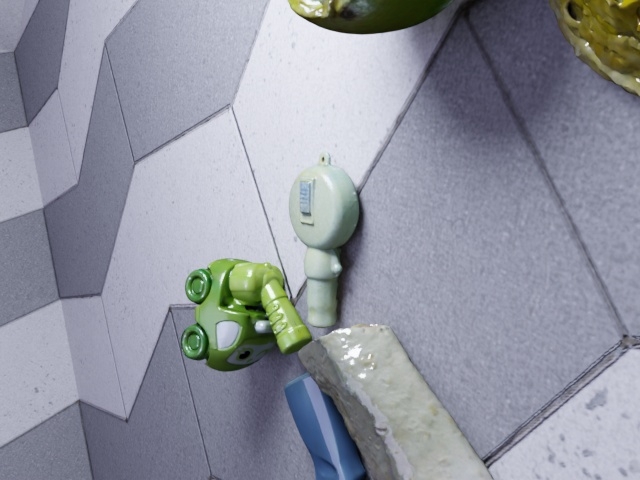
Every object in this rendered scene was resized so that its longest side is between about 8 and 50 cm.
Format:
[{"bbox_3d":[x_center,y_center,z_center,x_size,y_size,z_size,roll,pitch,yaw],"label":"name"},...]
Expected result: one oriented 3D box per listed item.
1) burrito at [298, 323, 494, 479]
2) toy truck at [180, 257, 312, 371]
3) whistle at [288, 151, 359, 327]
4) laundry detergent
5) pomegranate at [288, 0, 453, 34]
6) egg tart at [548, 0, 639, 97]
[{"bbox_3d":[0.079,0.217,0.735,0.299,0.105,0.143,54,137,32],"label":"burrito"},{"bbox_3d":[-0.121,0.113,0.964,0.210,0.148,0.187,-23,71,30],"label":"toy truck"},{"bbox_3d":[0.000,0.000,0.844,0.126,0.067,0.258,14,107,52],"label":"whistle"},{"bbox_3d":[0.014,0.301,0.864,0.096,0.061,0.207,-39,64,38],"label":"laundry detergent"},{"bbox_3d":[0.096,-0.369,0.555,0.358,0.216,0.310,5,101,50],"label":"pomegranate"},{"bbox_3d":[0.281,-0.247,0.390,0.341,0.132,0.342,14,108,51],"label":"egg tart"}]
